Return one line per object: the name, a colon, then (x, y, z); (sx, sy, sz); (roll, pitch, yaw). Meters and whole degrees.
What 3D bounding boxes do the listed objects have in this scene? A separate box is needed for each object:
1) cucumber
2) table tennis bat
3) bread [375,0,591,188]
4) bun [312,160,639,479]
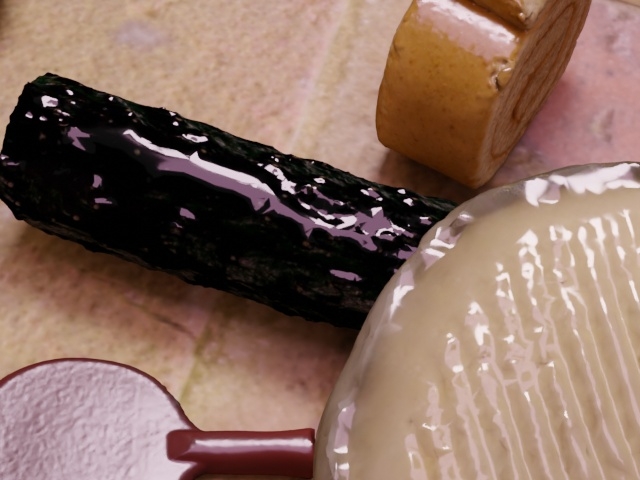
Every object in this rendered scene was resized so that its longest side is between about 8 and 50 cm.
cucumber: (0.000, 0.000, 0.864); (0.303, 0.072, 0.081); (18, 21, 5)
table tennis bat: (-0.078, 0.090, 0.812); (0.154, 0.019, 0.098); (2, 50, -6)
bread: (0.082, -0.107, 0.940); (0.073, 0.122, 0.149); (26, 49, 15)
bun: (0.135, 0.112, 0.752); (0.287, 0.146, 0.287); (-2, 62, 4)
